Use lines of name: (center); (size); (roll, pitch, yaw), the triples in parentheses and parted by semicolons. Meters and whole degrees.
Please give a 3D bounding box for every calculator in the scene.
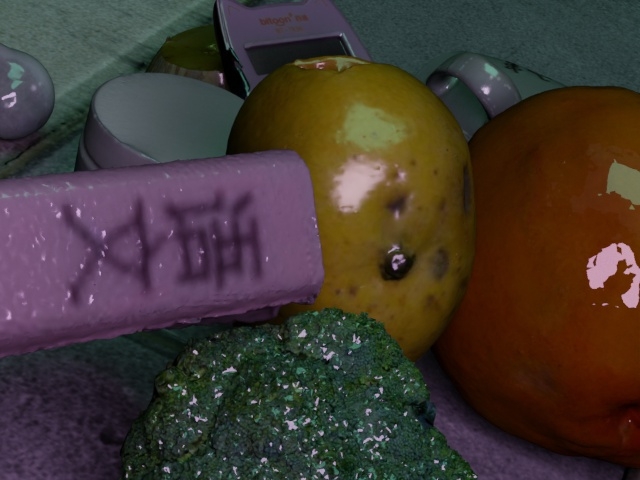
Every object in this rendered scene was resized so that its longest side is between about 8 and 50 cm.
calculator: (0.001, -0.136, 1.463); (0.194, 0.043, 0.294); (-14, 70, -40)

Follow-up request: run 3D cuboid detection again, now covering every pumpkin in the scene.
pumpkin: (-0.096, -0.185, 1.555); (0.217, 0.110, 0.217); (8, 38, -6)

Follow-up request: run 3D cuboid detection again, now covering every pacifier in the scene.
pacifier: (-0.383, -0.219, 1.346); (0.273, 0.332, 0.220); (60, 17, 3)

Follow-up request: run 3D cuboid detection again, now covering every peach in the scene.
peach: (0.247, 0.042, 1.181); (0.342, 0.343, 0.302); (11, 55, -11)

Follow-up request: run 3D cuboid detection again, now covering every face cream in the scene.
face cream: (-0.143, -0.049, 1.280); (0.177, 0.153, 0.177); (14, 33, -9)

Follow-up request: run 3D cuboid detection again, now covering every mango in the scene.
mango: (0.000, 0.000, 1.110); (0.182, 0.365, 0.253); (-2, 70, -21)

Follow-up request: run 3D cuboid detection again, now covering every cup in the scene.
cup: (0.185, -0.123, 1.470); (0.186, 0.258, 0.234); (-43, 47, -4)

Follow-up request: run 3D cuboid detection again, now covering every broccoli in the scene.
broccoli: (-0.010, 0.177, 0.951); (0.269, 0.270, 0.270); (18, 2, 0)

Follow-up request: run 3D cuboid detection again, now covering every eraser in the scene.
eraser: (-0.219, 0.025, 0.920); (0.359, 0.122, 0.272); (-7, -2, -34)
